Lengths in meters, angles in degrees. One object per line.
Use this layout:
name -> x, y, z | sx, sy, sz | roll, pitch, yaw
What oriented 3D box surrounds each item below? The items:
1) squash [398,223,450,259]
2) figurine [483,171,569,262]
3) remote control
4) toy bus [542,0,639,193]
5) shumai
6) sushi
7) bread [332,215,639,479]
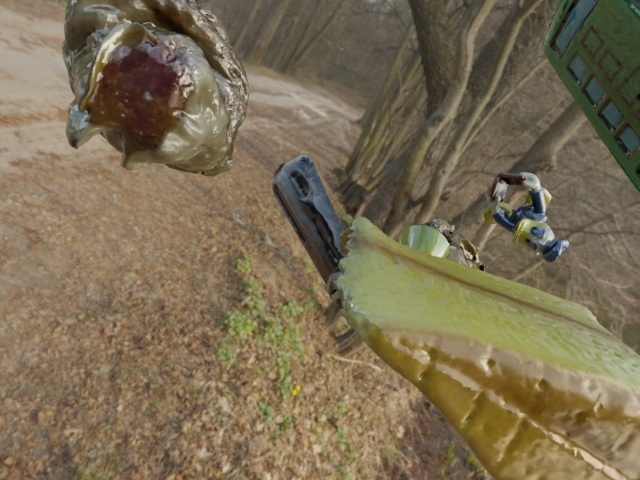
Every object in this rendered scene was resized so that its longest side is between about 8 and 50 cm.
squash -> 0.184, 0.047, 0.934 | 0.105, 0.105, 0.132 | 32, 46, -2
figurine -> 0.577, -0.069, 1.335 | 0.284, 0.204, 0.338 | 55, 15, -30
remote control -> 0.000, 0.000, 0.675 | 0.090, 0.066, 0.266 | 88, -21, -67
toy bus -> 0.421, -0.187, 0.568 | 0.183, 0.199, 0.344 | -10, 64, -17
shumai -> -0.176, -0.126, 0.476 | 0.183, 0.218, 0.185 | 21, 47, 1
sushi -> 0.296, 0.075, 1.162 | 0.213, 0.204, 0.200 | 38, 13, 27
bread -> 0.143, 0.151, 0.511 | 0.361, 0.245, 0.233 | 20, 17, -9
